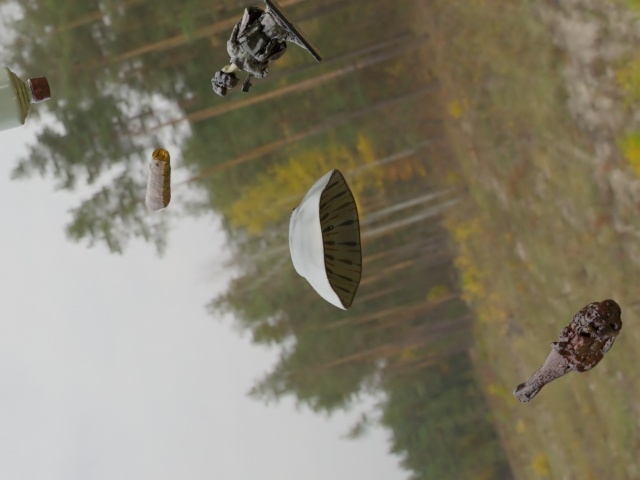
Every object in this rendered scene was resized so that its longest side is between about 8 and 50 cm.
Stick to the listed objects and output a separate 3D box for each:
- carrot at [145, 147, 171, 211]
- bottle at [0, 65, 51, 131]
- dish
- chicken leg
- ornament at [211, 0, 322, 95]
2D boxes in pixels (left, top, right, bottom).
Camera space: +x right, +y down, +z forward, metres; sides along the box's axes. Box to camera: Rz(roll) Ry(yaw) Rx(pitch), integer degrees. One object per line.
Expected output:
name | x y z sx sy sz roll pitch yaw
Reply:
carrot | -0.250 -0.094 2.045 0.171 0.042 0.042 108 149 -63
bottle | -0.563 -0.220 2.148 0.104 0.245 0.104 163 90 -77
dish | 0.000 0.000 1.768 0.190 0.066 0.191 -5 -90 -72
chicken leg | 0.303 0.134 1.601 0.053 0.093 0.205 56 152 29
ornament | -0.124 -0.347 2.460 0.166 0.196 0.153 47 -173 -13
